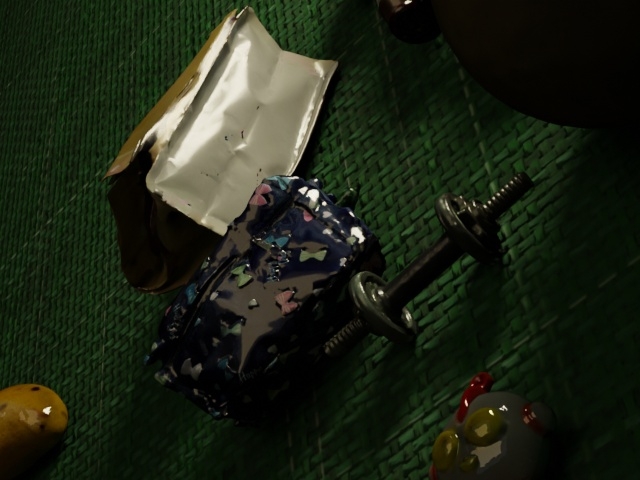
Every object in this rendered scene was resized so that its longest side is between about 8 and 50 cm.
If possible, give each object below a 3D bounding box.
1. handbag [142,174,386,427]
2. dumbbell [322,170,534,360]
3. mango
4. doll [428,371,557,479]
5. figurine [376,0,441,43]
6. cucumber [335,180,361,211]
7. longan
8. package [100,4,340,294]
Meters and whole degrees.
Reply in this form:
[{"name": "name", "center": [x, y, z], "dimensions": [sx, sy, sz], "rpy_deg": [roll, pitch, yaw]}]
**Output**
[{"name": "handbag", "center": [-0.056, 0.059, 1.380], "dimensions": [0.162, 0.113, 0.260], "rpy_deg": [38, 94, 29]}, {"name": "dumbbell", "center": [0.096, 0.026, 1.245], "dimensions": [0.254, 0.082, 0.081], "rpy_deg": [-43, 33, 21]}, {"name": "mango", "center": [-0.394, 0.242, 1.741], "dimensions": [0.178, 0.090, 0.115], "rpy_deg": [-38, 46, 24]}, {"name": "doll", "center": [0.138, 0.198, 1.039], "dimensions": [0.142, 0.076, 0.245], "rpy_deg": [-36, 41, 30]}, {"name": "figurine", "center": [0.085, -0.381, 1.560], "dimensions": [0.281, 0.167, 0.370], "rpy_deg": [-42, 42, 31]}, {"name": "cucumber", "center": [0.000, 0.000, 1.451], "dimensions": [0.155, 0.037, 0.037], "rpy_deg": [-51, 31, 14]}, {"name": "longan", "center": [0.231, -0.232, 1.109], "dimensions": [0.297, 0.297, 0.297], "rpy_deg": [-35, 37, 32]}, {"name": "package", "center": [-0.139, -0.120, 1.584], "dimensions": [0.221, 0.165, 0.311], "rpy_deg": [-21, 35, 44]}]
